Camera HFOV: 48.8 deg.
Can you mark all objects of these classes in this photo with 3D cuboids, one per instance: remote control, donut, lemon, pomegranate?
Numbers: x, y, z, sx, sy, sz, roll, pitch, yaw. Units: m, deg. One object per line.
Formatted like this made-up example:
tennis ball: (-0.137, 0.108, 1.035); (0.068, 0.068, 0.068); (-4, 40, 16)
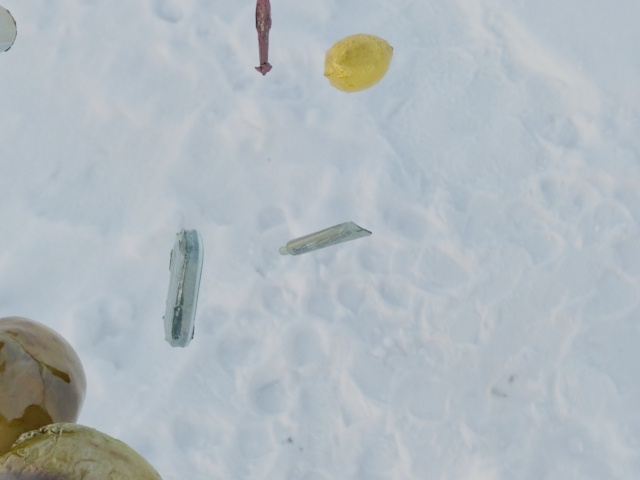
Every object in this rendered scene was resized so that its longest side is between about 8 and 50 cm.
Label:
remote control: (-0.270, 0.096, 1.386); (0.052, 0.247, 0.104); (2, 19, -25)
donut: (-0.400, 0.460, 1.123); (0.330, 0.330, 0.160); (-4, 17, 16)
lemon: (0.077, -0.356, 1.408); (0.155, 0.114, 0.114); (-21, 54, -15)
pomegranate: (-0.575, 0.281, 1.296); (0.307, 0.307, 0.307); (-8, 58, 14)

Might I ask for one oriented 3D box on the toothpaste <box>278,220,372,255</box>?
toothpaste: (0.000, 0.000, 1.530); (0.255, 0.067, 0.037); (-17, 54, 44)

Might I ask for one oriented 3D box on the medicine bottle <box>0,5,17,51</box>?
medicine bottle: (-0.578, -0.320, 1.073); (0.108, 0.108, 0.426); (-26, 18, 2)

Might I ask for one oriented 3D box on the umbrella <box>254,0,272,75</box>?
umbrella: (-0.087, -0.331, 1.087); (0.025, 0.165, 0.027); (17, 41, 17)
